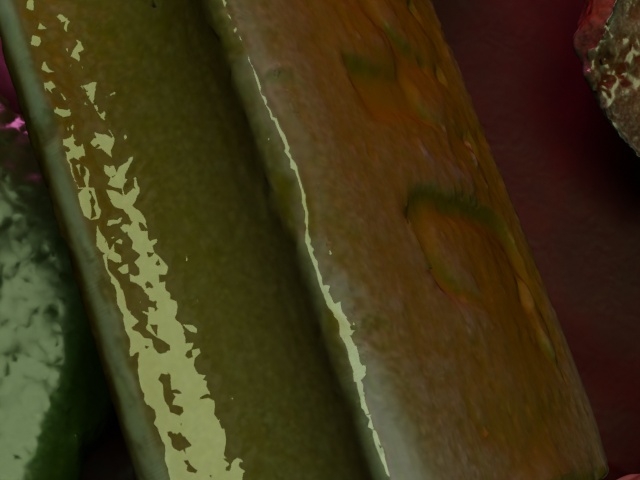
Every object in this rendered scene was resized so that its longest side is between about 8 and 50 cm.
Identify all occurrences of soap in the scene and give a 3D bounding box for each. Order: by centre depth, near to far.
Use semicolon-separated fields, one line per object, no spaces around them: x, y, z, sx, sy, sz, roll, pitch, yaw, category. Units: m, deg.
0.000;0.000;0.670;0.156;0.293;0.335;-23;76;20;soap

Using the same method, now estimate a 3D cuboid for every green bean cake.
-0.203;0.042;0.699;0.222;0.125;0.248;32;71;-3;green bean cake

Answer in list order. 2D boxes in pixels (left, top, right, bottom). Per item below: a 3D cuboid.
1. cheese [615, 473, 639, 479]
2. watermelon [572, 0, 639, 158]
0.205;0.331;0.673;0.383;0.104;0.384;9;63;-19;cheese
0.254;-0.149;0.873;0.193;0.140;0.257;33;78;-6;watermelon
